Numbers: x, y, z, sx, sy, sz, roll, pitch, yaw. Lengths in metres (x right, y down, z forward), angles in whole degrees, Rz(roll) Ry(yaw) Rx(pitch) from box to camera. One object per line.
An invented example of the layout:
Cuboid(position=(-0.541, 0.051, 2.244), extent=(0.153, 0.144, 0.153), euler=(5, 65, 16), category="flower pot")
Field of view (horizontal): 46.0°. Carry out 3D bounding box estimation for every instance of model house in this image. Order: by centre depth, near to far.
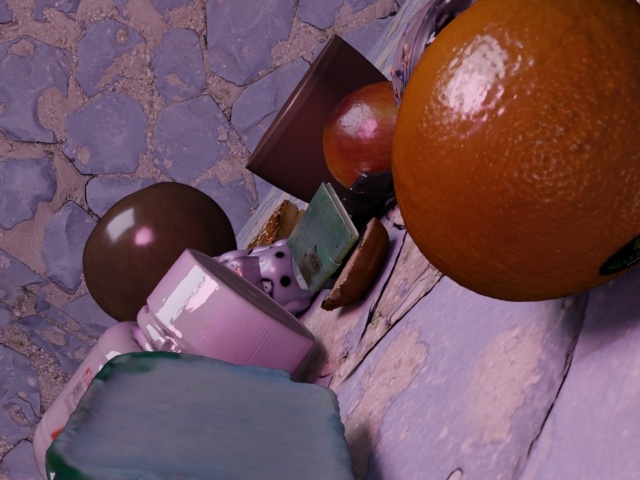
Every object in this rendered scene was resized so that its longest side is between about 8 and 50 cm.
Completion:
Cuboid(position=(-0.101, 0.259, 0.627), extent=(0.280, 0.230, 0.249), euler=(-104, 25, -80), category="model house")

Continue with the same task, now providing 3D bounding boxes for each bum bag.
Cuboid(position=(0.063, -0.049, 1.152), extent=(0.197, 0.087, 0.049), euler=(-46, 46, 48), category="bum bag")

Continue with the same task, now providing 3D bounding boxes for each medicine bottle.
Cuboid(position=(-0.181, 0.199, 0.981), extent=(0.325, 0.256, 0.256), euler=(-53, 10, 1), category="medicine bottle")

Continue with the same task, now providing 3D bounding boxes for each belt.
Cuboid(position=(0.006, 0.014, 1.124), extent=(0.105, 0.058, 0.140), euler=(54, 134, 39), category="belt")

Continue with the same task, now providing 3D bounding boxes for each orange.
Cuboid(position=(0.139, -0.059, 0.477), extent=(0.206, 0.206, 0.206), euler=(-53, 10, 14), category="orange")

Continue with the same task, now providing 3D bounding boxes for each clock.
Cuboid(position=(-0.097, 0.081, 1.278), extent=(0.254, 0.189, 0.189), euler=(-30, 26, 52), category="clock")

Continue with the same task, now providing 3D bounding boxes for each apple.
Cuboid(position=(0.095, -0.166, 1.194), extent=(0.173, 0.160, 0.195), euler=(8, 69, 55), category="apple")

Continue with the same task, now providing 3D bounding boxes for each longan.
Cuboid(position=(-0.319, 0.036, 1.502), extent=(0.319, 0.319, 0.319), euler=(-53, 10, 14), category="longan")

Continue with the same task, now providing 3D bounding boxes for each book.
Cuboid(position=(0.000, 0.000, 1.064), extent=(0.135, 0.017, 0.103), euler=(-56, 51, 42), category="book")

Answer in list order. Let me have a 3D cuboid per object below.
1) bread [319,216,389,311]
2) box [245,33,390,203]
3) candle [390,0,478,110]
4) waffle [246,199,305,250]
Cuboid(position=(0.051, 0.039, 1.012), extent=(0.129, 0.044, 0.126), euler=(-64, 5, -26), category="bread")
Cuboid(position=(0.026, -0.205, 1.420), extent=(0.301, 0.216, 0.301), euler=(-54, 12, 17), category="box")
Cuboid(position=(0.157, -0.157, 0.710), extent=(0.187, 0.187, 0.330), euler=(-54, 9, 9), category="candle")
Cuboid(position=(-0.109, 0.053, 1.595), extent=(0.213, 0.091, 0.308), euler=(-51, 12, 22), category="waffle")
